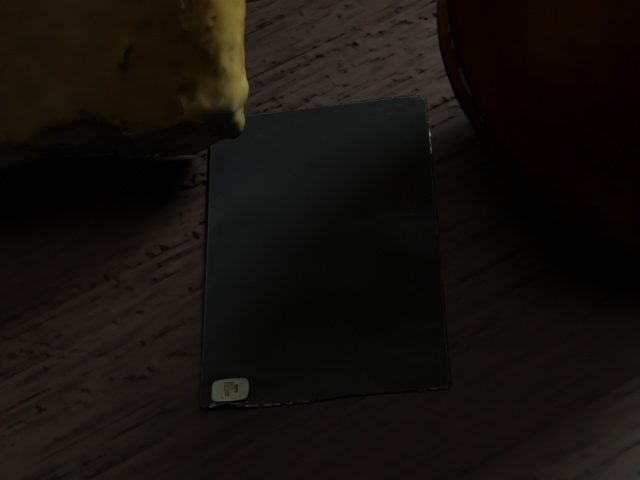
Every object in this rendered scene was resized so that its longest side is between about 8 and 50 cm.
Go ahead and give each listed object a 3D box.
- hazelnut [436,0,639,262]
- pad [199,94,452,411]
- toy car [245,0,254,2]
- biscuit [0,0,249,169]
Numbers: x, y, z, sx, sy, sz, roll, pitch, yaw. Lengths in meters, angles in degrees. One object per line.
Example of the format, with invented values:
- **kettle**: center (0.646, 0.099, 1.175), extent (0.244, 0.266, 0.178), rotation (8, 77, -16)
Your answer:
- **hazelnut**: center (0.146, -0.091, 0.726), extent (0.208, 0.208, 0.208), rotation (-5, 48, 6)
- **pad**: center (0.000, 0.000, 0.779), extent (0.116, 0.004, 0.193), rotation (-5, 47, 5)
- **toy car**: center (-0.081, -0.287, 0.936), extent (0.242, 0.226, 0.336), rotation (-8, 26, 17)
- **biscuit**: center (-0.246, -0.205, 0.752), extent (0.429, 0.446, 0.104), rotation (5, 23, 9)
